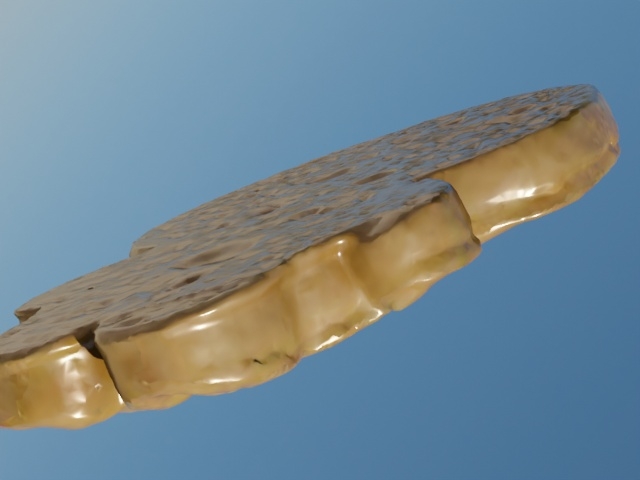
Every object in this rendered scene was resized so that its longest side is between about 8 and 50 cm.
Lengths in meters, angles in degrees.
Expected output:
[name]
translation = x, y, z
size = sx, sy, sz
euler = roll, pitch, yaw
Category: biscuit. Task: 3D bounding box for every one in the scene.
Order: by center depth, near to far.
[biscuit]
translation = 0.001, 0.001, 0.502
size = 0.202, 0.044, 0.289
euler = -15, -168, 28
